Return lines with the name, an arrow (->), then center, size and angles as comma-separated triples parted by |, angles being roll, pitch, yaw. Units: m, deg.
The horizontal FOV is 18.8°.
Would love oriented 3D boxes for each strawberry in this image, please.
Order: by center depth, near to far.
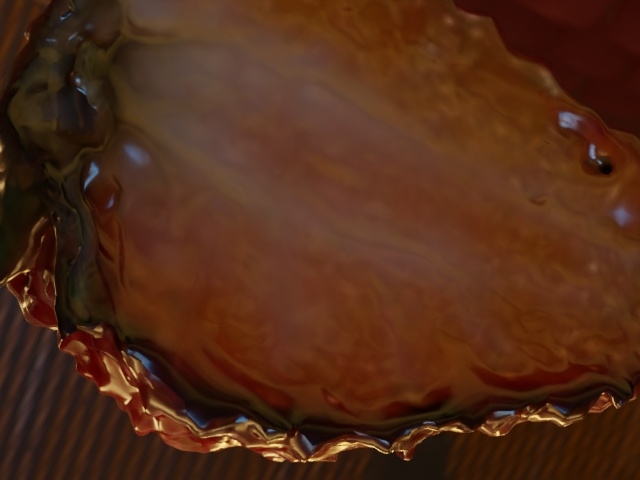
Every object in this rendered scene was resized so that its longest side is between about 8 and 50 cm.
strawberry -> 0.000, 0.000, 0.637 | 0.237, 0.111, 0.190 | 20, -118, -16
